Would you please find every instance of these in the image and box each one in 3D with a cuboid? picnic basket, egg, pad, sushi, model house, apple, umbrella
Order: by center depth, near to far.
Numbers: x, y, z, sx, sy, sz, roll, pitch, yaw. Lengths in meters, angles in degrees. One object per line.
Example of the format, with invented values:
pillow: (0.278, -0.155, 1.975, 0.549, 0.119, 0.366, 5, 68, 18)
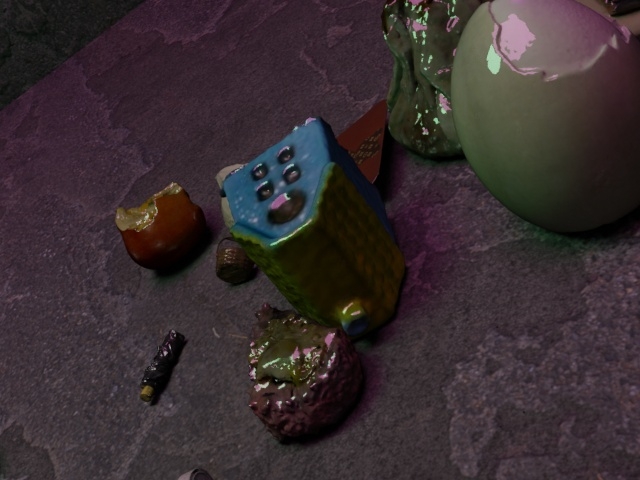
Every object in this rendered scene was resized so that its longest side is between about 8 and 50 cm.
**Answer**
egg: (0.320, -0.188, 1.410, 0.278, 0.336, 0.278, -25, 27, 14)
sushi: (-0.022, 0.170, 1.481, 0.161, 0.107, 0.241, -20, 34, 18)
model house: (0.000, 0.000, 1.561, 0.215, 0.237, 0.303, -34, 33, 8)
umbrella: (-0.270, 0.210, 1.725, 0.040, 0.037, 0.144, -2, 40, 23)
picnic basket: (-0.150, 0.029, 1.819, 0.072, 0.072, 0.083, -19, 45, 26)
pad: (0.054, -0.141, 1.859, 0.181, 0.004, 0.267, -38, 27, 33)
apple: (-0.301, -0.026, 1.971, 0.158, 0.147, 0.156, -26, -1, -1)

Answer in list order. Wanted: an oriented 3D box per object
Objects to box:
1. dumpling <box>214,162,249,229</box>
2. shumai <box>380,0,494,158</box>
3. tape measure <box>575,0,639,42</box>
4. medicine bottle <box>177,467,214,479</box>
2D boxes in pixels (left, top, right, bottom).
dumpling: (-0.099, -0.074, 1.878, 0.166, 0.126, 0.216, -15, 13, -16)
shumai: (0.218, -0.314, 1.733, 0.309, 0.263, 0.304, -31, 29, 8)
tape measure: (0.494, -0.368, 1.624, 0.271, 0.133, 0.231, -23, 48, -11)
medicine bottle: (-0.249, 0.390, 1.439, 0.218, 0.074, 0.074, -26, 33, 19)
